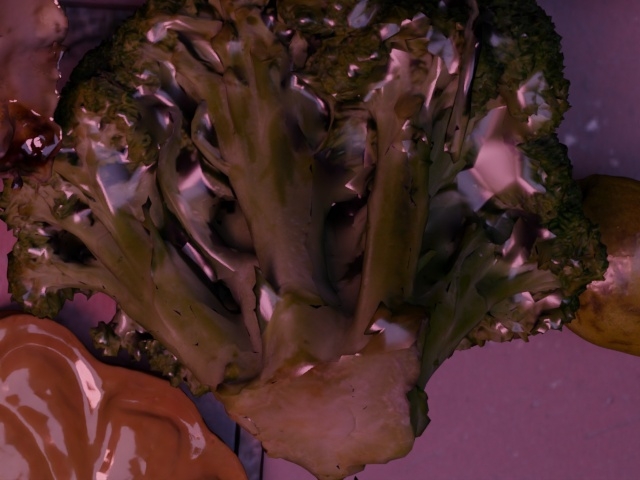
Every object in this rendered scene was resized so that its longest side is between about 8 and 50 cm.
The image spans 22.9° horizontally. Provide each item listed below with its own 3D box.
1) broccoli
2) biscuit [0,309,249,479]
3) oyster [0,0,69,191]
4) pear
[{"bbox_3d":[0.000,0.000,0.846,0.321,0.283,0.304,-27,127,19],"label":"broccoli"},{"bbox_3d":[-0.195,0.201,0.932,0.351,0.057,0.312,29,91,-23],"label":"biscuit"},{"bbox_3d":[-0.241,-0.168,0.775,0.198,0.133,0.337,-9,90,-33],"label":"oyster"},{"bbox_3d":[0.193,0.015,1.008,0.107,0.107,0.131,-42,115,-7],"label":"pear"}]
